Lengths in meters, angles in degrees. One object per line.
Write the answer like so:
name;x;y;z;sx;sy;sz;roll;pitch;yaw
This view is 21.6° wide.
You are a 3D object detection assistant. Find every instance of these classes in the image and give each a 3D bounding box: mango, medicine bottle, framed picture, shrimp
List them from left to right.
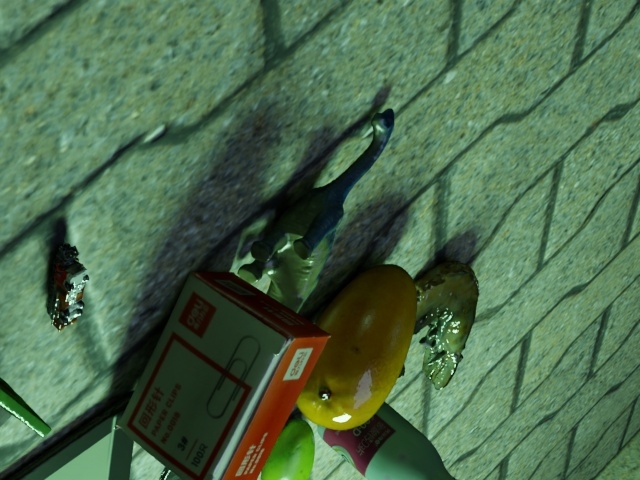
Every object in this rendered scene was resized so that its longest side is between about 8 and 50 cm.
framed picture;-0.314;0.312;1.634;0.347;0.016;0.265;-36;154;-34
mango;-0.038;0.267;2.055;0.073;0.056;0.108;-23;133;-57
mango;0.045;0.113;1.890;0.145;0.112;0.219;88;25;-56
medicine bottle;0.100;0.278;2.117;0.090;0.217;0.090;-41;156;-23
shrimp;0.135;0.123;2.169;0.173;0.058;0.253;-28;146;-29

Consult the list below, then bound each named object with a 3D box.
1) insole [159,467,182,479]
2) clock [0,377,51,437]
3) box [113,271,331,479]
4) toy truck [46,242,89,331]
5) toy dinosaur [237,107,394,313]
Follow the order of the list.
insole;-0.170;0.307;1.915;0.110;0.012;0.309;-21;143;-54
clock;-0.348;0.169;1.215;0.255;0.106;0.220;-47;158;-8
box;-0.097;0.136;1.600;0.182;0.133;0.099;-62;155;12
toy truck;-0.209;0.039;1.382;0.024;0.032;0.083;-30;153;-36
toy dinosaur;0.000;0.000;1.689;0.188;0.075;0.247;-41;152;-42
